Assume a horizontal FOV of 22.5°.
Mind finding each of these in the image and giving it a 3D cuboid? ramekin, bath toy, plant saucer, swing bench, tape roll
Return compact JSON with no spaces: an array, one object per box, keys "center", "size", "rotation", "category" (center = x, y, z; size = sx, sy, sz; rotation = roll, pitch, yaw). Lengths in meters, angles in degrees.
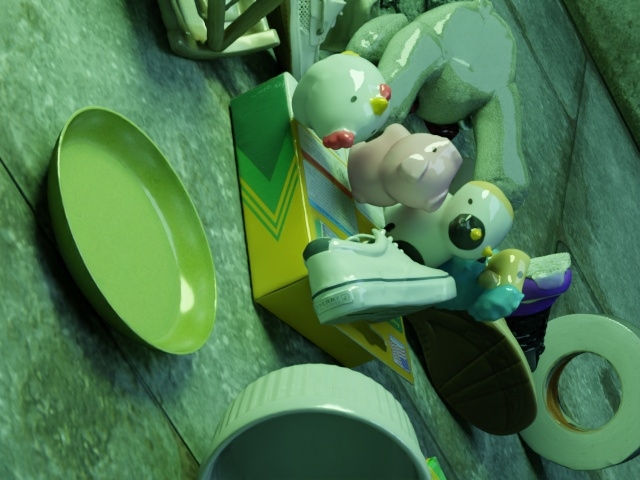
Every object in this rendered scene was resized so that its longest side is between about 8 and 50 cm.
[{"center":[-0.005,0.207,1.417],"size":[0.207,0.207,0.109],"rotation":[57,14,-22],"category":"ramekin"},{"center":[0.101,-0.058,1.764],"size":[0.348,0.151,0.129],"rotation":[50,21,-30],"category":"bath toy"},{"center":[-0.174,-0.004,1.452],"size":[0.241,0.037,0.241],"rotation":[50,26,-36],"category":"plant saucer"},{"center":[-0.119,-0.352,1.713],"size":[0.165,0.255,0.253],"rotation":[-15,78,-25],"category":"swing bench"},{"center":[0.375,0.210,2.253],"size":[0.072,0.219,0.219],"rotation":[8,61,-65],"category":"tape roll"}]

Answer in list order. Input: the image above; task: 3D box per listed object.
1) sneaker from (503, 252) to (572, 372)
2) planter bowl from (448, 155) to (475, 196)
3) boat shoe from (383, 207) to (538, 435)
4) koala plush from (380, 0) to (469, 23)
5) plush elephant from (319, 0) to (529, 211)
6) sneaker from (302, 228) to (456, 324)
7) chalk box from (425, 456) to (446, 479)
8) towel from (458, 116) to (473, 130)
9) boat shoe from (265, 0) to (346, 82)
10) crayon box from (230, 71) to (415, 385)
[{"center":[0.265,0.104,2.119],"size":[0.293,0.102,0.146],"rotation":[145,-66,-74],"category":"sneaker"},{"center":[0.158,-0.051,2.135],"size":[0.109,0.162,0.162],"rotation":[39,23,3],"category":"planter bowl"},{"center":[0.176,0.094,2.044],"size":[0.341,0.122,0.110],"rotation":[58,24,-17],"category":"boat shoe"},{"center":[0.054,-0.360,2.161],"size":[0.221,0.196,0.203],"rotation":[28,32,-57],"category":"koala plush"},{"center":[0.112,-0.205,2.051],"size":[0.272,0.255,0.330],"rotation":[22,68,-27],"category":"plush elephant"},{"center":[0.067,0.032,1.669],"size":[0.258,0.094,0.091],"rotation":[4,69,-64],"category":"sneaker"},{"center":[0.085,0.344,1.566],"size":[0.213,0.132,0.132],"rotation":[64,22,-5],"category":"chalk box"},{"center":[0.125,-0.371,2.444],"size":[0.320,0.090,0.374],"rotation":[28,43,-58],"category":"towel"},{"center":[-0.011,-0.282,1.890],"size":[0.277,0.096,0.098],"rotation":[89,-21,-51],"category":"boat shoe"},{"center":[0.000,0.000,1.787],"size":[0.203,0.083,0.323],"rotation":[40,33,-48],"category":"crayon box"}]
